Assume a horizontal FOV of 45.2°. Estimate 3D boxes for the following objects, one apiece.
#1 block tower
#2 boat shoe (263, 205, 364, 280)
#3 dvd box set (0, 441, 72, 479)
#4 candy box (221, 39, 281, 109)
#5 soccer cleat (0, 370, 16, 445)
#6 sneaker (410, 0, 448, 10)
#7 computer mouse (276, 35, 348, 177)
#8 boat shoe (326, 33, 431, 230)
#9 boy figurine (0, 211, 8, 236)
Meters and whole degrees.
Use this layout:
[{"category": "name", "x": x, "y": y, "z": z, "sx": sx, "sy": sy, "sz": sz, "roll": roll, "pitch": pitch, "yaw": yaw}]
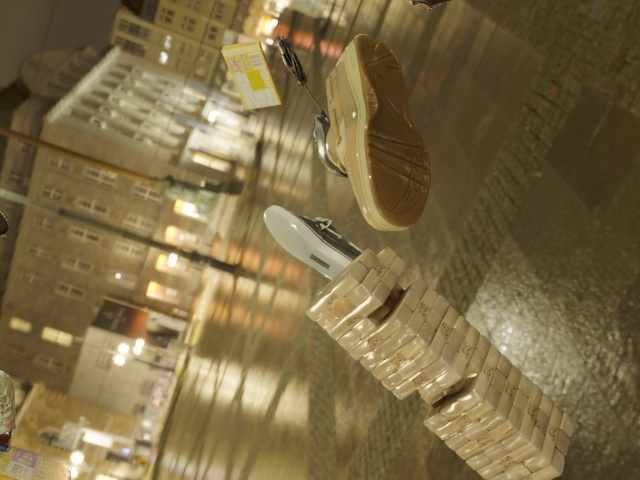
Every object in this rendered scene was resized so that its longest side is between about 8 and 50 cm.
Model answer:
[{"category": "block tower", "x": 0.146, "y": 0.152, "z": 0.887, "sx": 0.097, "sy": 0.335, "sz": 0.091, "roll": -44, "pitch": 3, "yaw": 39}, {"category": "boat shoe", "x": 0.001, "y": -0.002, "z": 1.927, "sx": 0.105, "sy": 0.306, "sz": 0.113, "roll": -51, "pitch": -11, "yaw": -36}, {"category": "dvd box set", "x": -0.657, "y": 0.386, "z": 1.373, "sx": 0.062, "sy": 0.420, "sz": 0.307, "roll": -69, "pitch": 14, "yaw": -13}, {"category": "candy box", "x": -0.182, "y": -0.441, "z": 2.062, "sx": 0.206, "sy": 0.105, "sz": 0.027, "roll": 69, "pitch": -159, "yaw": -48}, {"category": "soccer cleat", "x": -0.642, "y": 0.344, "z": 1.543, "sx": 0.076, "sy": 0.068, "sz": 0.196, "roll": 46, "pitch": 137, "yaw": 41}, {"category": "sneaker", "x": 0.240, "y": -0.505, "z": 1.593, "sx": 0.047, "sy": 0.119, "sz": 0.057, "roll": -91, "pitch": 6, "yaw": -48}, {"category": "computer mouse", "x": -0.014, "y": -0.196, "z": 1.167, "sx": 0.041, "sy": 0.242, "sz": 0.071, "roll": -26, "pitch": 22, "yaw": 5}, {"category": "boat shoe", "x": 0.072, "y": -0.142, "z": 1.107, "sx": 0.110, "sy": 0.122, "sz": 0.341, "roll": -39, "pitch": 41, "yaw": 39}, {"category": "boy figurine", "x": -0.425, "y": 0.054, "z": 0.730, "sx": 0.285, "sy": 0.177, "sz": 0.092, "roll": -44, "pitch": -14, "yaw": 15}]
